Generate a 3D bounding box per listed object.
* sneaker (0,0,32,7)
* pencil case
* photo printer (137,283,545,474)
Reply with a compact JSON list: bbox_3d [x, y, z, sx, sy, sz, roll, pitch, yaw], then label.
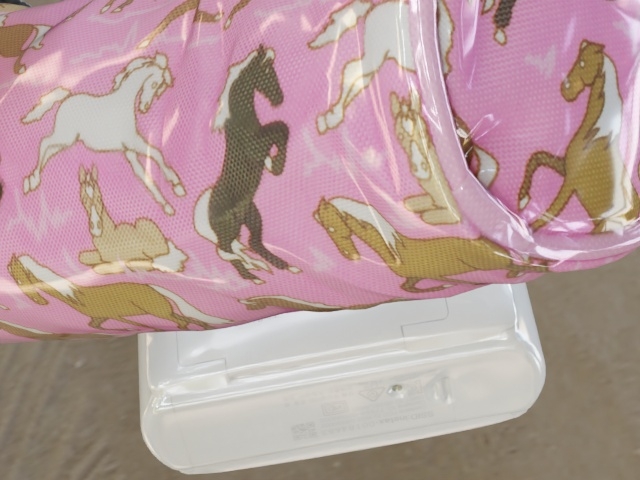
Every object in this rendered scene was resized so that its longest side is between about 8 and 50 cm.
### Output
[{"bbox_3d":[-0.201,-0.105,0.952,0.209,0.082,0.069,27,84,-4],"label":"sneaker"},{"bbox_3d":[-0.038,-0.048,0.703,0.160,0.386,0.167,-1,86,-44],"label":"pencil case"},{"bbox_3d":[0.000,0.000,1.215,0.256,0.107,0.307,-11,44,2],"label":"photo printer"}]
